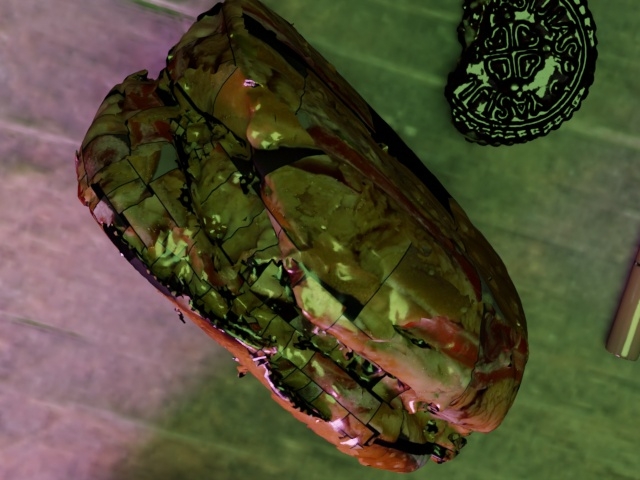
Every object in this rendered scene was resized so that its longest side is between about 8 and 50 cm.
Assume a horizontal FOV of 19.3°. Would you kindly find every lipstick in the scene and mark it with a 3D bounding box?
[{"bbox_3d":[0.165,0.014,0.935,0.019,0.019,0.094,16,99,-10],"label":"lipstick"}]

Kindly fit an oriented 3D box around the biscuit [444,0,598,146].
[{"bbox_3d":[0.091,-0.090,0.899,0.087,0.027,0.089,-36,105,1],"label":"biscuit"}]

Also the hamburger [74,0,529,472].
[{"bbox_3d":[0.000,0.000,0.813,0.107,0.231,0.231,-44,104,8],"label":"hamburger"}]
